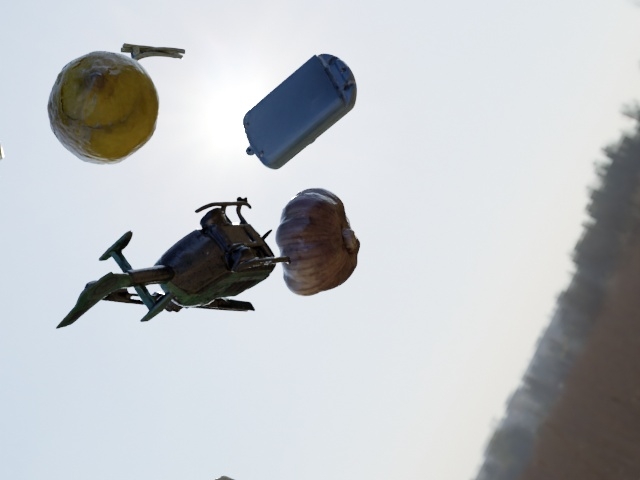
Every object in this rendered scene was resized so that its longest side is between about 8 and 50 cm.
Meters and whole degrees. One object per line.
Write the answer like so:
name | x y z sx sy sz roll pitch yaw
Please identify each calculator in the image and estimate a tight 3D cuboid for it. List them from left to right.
calculator | -0.036 -0.197 1.969 0.210 0.121 0.039 -39 -37 16

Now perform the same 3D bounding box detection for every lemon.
lemon | -0.335 -0.203 1.988 0.193 0.180 0.180 -29 18 48

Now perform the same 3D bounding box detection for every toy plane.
toy plane | -0.159 0.040 1.550 0.155 0.106 0.381 -44 -15 22

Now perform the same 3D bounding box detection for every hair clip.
hair clip | -0.299 -0.330 2.306 0.030 0.115 0.039 145 119 -64

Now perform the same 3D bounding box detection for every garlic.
garlic | 0.000 0.000 1.797 0.147 0.102 0.159 63 -151 -29

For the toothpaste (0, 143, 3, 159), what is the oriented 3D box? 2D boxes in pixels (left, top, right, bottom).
toothpaste | -0.514 -0.205 1.911 0.078 0.047 0.248 -21 -75 -43

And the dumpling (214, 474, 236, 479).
dumpling | -0.127 0.415 1.541 0.179 0.131 0.252 -22 -64 -43
